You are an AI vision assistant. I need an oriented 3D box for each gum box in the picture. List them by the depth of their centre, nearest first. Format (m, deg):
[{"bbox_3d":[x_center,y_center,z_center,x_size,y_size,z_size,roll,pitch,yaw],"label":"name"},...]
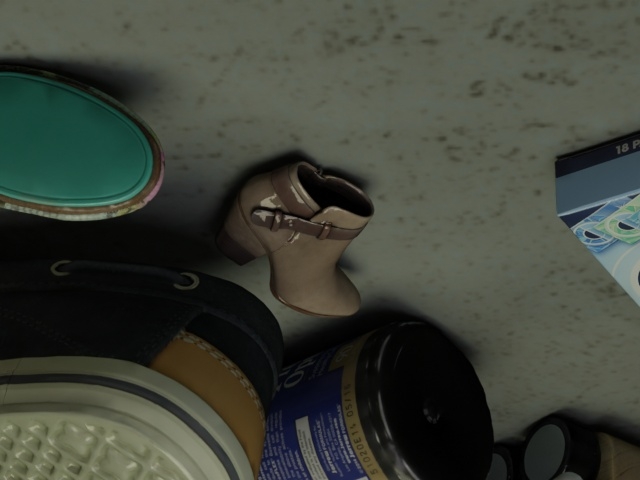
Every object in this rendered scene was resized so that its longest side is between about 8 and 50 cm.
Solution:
[{"bbox_3d":[0.240,-0.004,0.836,0.157,0.041,0.184,-17,140,29],"label":"gum box"}]

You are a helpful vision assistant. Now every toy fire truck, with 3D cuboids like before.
[{"bbox_3d":[0.174,0.285,1.090,0.158,0.246,0.217,24,141,-27],"label":"toy fire truck"}]

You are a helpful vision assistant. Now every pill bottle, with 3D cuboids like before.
[{"bbox_3d":[-0.005,0.142,1.005,0.219,0.123,0.123,-25,137,36],"label":"pill bottle"}]

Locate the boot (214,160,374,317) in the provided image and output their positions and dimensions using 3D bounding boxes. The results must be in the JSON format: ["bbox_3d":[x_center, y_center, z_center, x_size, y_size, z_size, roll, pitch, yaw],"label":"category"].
[{"bbox_3d":[0.000,0.000,0.867,0.118,0.042,0.087,26,138,-30],"label":"boot"}]

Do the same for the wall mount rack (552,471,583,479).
[{"bbox_3d":[0.110,0.292,0.954,0.350,0.130,0.304,49,148,-3],"label":"wall mount rack"}]

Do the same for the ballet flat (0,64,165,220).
[{"bbox_3d":[-0.188,-0.052,0.791,0.221,0.077,0.079,9,165,0],"label":"ballet flat"}]

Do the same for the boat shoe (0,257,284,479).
[{"bbox_3d":[-0.237,0.095,0.925,0.500,0.156,0.187,-3,126,30],"label":"boat shoe"}]
